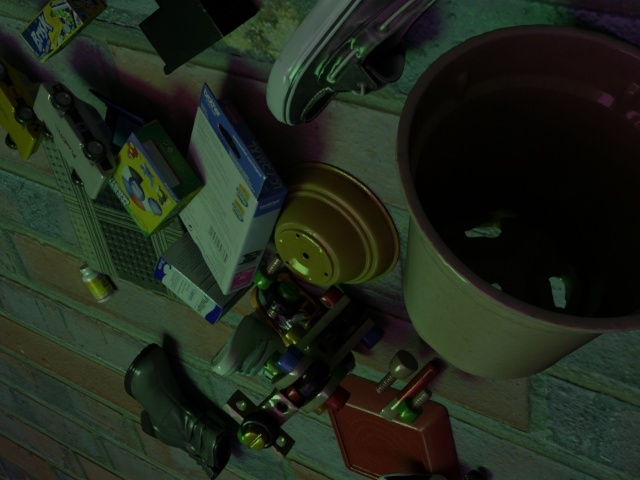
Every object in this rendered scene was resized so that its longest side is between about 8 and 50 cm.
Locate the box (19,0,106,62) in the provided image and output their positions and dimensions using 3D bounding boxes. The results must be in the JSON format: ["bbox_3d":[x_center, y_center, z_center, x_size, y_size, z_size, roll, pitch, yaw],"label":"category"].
[{"bbox_3d":[-0.399,-0.337,1.435,0.169,0.054,0.059,-19,113,50],"label":"box"}]

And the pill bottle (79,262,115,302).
[{"bbox_3d":[-0.465,0.085,1.933,0.043,0.043,0.083,-3,124,45],"label":"pill bottle"}]

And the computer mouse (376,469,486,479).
[{"bbox_3d":[0.188,0.434,1.587,0.192,0.042,0.106,0,128,1],"label":"computer mouse"}]

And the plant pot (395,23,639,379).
[{"bbox_3d":[0.222,-0.001,0.996,0.333,0.334,0.305,34,154,12],"label":"plant pot"}]

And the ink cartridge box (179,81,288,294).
[{"bbox_3d":[-0.136,-0.075,1.393,0.186,0.065,0.311,57,151,22],"label":"ink cartridge box"}]

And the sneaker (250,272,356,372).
[{"bbox_3d":[-0.023,0.140,1.539,0.215,0.084,0.083,42,138,2],"label":"sneaker"}]

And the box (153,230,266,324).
[{"bbox_3d":[-0.185,0.049,1.559,0.137,0.126,0.072,40,143,5],"label":"box"}]

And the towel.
[{"bbox_3d":[-0.349,-0.041,1.702,0.312,0.056,0.324,16,134,28],"label":"towel"}]

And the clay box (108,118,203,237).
[{"bbox_3d":[-0.273,-0.088,1.478,0.127,0.053,0.222,55,148,1],"label":"clay box"}]

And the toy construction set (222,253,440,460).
[{"bbox_3d":[-0.001,0.228,1.441,0.308,0.257,0.237,25,122,-21],"label":"toy construction set"}]

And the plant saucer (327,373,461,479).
[{"bbox_3d":[0.118,0.359,1.653,0.258,0.048,0.259,13,134,34],"label":"plant saucer"}]

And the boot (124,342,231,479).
[{"bbox_3d":[-0.287,0.368,1.989,0.222,0.118,0.338,29,151,23],"label":"boot"}]

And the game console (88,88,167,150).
[{"bbox_3d":[-0.316,-0.178,1.496,0.122,0.071,0.107,29,119,19],"label":"game console"}]

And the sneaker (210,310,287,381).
[{"bbox_3d":[-0.089,0.201,1.567,0.151,0.256,0.094,39,101,3],"label":"sneaker"}]

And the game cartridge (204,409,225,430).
[{"bbox_3d":[-0.239,0.411,2.072,0.056,0.017,0.083,36,144,4],"label":"game cartridge"}]

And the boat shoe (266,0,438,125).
[{"bbox_3d":[0.041,-0.222,1.074,0.119,0.121,0.335,46,142,4],"label":"boat shoe"}]

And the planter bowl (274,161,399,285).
[{"bbox_3d":[0.000,0.000,1.366,0.217,0.090,0.217,25,141,23],"label":"planter bowl"}]

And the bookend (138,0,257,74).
[{"bbox_3d":[-0.190,-0.323,1.234,0.157,0.072,0.156,-18,112,51],"label":"bookend"}]

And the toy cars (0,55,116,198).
[{"bbox_3d":[-0.449,-0.206,1.555,0.393,0.087,0.177,27,132,37],"label":"toy cars"}]
